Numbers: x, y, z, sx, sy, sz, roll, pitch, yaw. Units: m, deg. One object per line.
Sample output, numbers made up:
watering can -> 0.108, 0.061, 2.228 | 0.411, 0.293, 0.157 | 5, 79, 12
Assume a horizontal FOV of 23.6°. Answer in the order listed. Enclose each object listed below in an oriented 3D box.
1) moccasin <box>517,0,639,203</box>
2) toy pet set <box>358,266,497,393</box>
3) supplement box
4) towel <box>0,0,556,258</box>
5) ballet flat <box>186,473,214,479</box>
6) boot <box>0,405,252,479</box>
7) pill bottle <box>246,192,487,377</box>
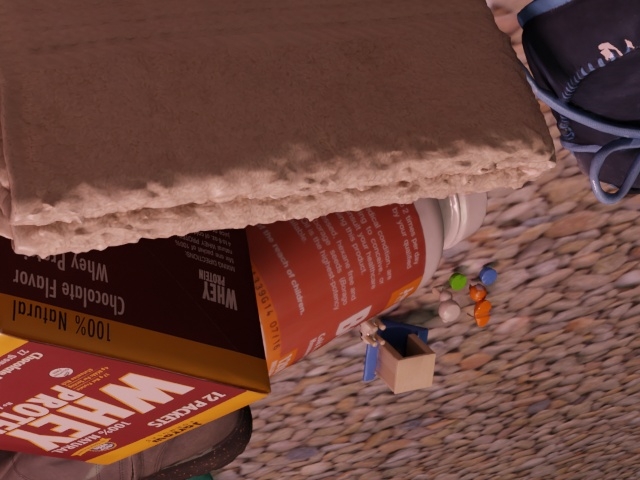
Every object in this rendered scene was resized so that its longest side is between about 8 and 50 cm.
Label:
moccasin -> 0.196, -0.088, 0.877 | 0.138, 0.116, 0.342 | -19, 174, 15
toy pet set -> 0.079, 0.069, 1.336 | 0.122, 0.065, 0.114 | -8, 119, -26
supplement box -> -0.147, 0.001, 0.822 | 0.129, 0.194, 0.191 | -26, 152, 32
towel -> -0.038, -0.089, 0.740 | 0.282, 0.187, 0.049 | -7, 150, -20
ballet flat -> -0.159, 0.236, 1.512 | 0.073, 0.080, 0.232 | 7, 157, 13
boot -> -0.228, 0.157, 1.253 | 0.338, 0.118, 0.222 | -28, 153, -4
pill bottle -> 0.000, 0.000, 0.984 | 0.216, 0.121, 0.121 | -28, 163, -30
